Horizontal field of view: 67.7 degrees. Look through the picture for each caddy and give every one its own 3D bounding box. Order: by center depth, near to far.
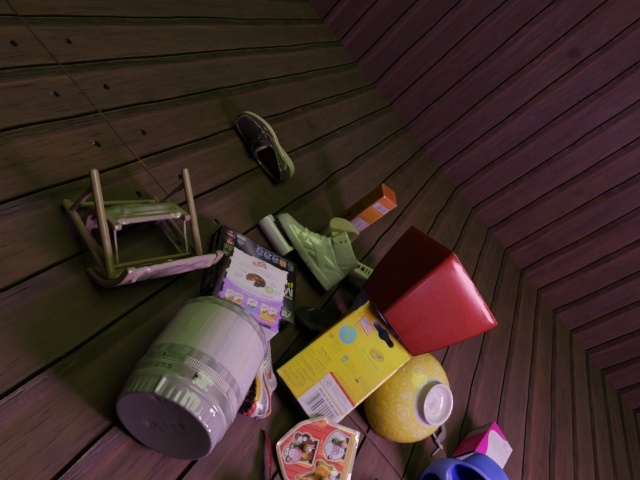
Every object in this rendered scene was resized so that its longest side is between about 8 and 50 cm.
[{"bbox_3d":[0.415,0.755,1.295,0.179,0.241,0.341,1,58,-54],"label":"caddy"}]

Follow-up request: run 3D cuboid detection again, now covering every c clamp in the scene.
[{"bbox_3d":[0.366,0.603,1.566,0.137,0.022,0.160,-2,62,-50],"label":"c clamp"}]

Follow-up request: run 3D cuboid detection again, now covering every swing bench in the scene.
[{"bbox_3d":[-0.406,-0.021,1.106,0.253,0.165,0.254,-10,73,-53],"label":"swing bench"}]

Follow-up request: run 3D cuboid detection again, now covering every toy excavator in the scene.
[{"bbox_3d":[0.186,0.154,1.622,0.445,0.222,0.433,30,38,-15],"label":"toy excavator"}]

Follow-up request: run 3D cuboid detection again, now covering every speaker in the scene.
[{"bbox_3d":[-0.140,-0.013,1.500,0.136,0.055,0.055,56,34,7],"label":"speaker"}]

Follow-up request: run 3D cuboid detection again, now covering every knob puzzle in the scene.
[{"bbox_3d":[-0.012,0.511,1.124,0.213,0.030,0.213,5,69,-14],"label":"knob puzzle"}]

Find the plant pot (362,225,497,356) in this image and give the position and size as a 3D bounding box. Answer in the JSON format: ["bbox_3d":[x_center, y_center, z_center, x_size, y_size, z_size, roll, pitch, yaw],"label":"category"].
[{"bbox_3d":[0.277,0.159,1.336,0.267,0.236,0.267,53,0,-21],"label":"plant pot"}]

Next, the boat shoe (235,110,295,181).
[{"bbox_3d":[-0.201,-0.327,1.674,0.285,0.103,0.092,54,29,-7],"label":"boat shoe"}]

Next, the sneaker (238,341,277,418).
[{"bbox_3d":[-0.155,0.327,1.167,0.093,0.088,0.225,47,33,-39],"label":"sneaker"}]

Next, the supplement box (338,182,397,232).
[{"bbox_3d":[0.174,-0.110,1.797,0.080,0.233,0.078,34,38,-31],"label":"supplement box"}]

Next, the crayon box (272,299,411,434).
[{"bbox_3d":[0.059,0.330,1.262,0.318,0.081,0.202,-33,86,-21],"label":"crayon box"}]

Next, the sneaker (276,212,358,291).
[{"bbox_3d":[0.000,0.000,1.533,0.292,0.169,0.108,54,-2,-8],"label":"sneaker"}]

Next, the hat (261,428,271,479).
[{"bbox_3d":[-0.087,0.579,1.054,0.173,0.183,0.208,29,83,-15],"label":"hat"}]

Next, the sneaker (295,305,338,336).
[{"bbox_3d":[0.017,0.282,1.403,0.228,0.130,0.087,23,33,6],"label":"sneaker"}]

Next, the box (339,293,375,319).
[{"bbox_3d":[0.113,0.237,1.458,0.042,0.178,0.109,28,39,-12],"label":"box"}]

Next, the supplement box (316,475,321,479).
[{"bbox_3d":[0.020,0.571,1.175,0.062,0.036,0.098,49,35,-3],"label":"supplement box"}]

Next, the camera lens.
[{"bbox_3d":[-0.248,0.266,0.974,0.219,0.219,0.274,44,35,-13],"label":"camera lens"}]

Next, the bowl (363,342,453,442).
[{"bbox_3d":[0.282,0.451,1.371,0.289,0.156,0.289,0,89,-33],"label":"bowl"}]

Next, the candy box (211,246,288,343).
[{"bbox_3d":[-0.177,0.134,1.182,0.165,0.070,0.196,27,40,-17],"label":"candy box"}]

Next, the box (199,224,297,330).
[{"bbox_3d":[-0.189,0.105,1.331,0.270,0.060,0.216,31,39,-29],"label":"box"}]

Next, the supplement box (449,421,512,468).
[{"bbox_3d":[0.535,0.712,1.585,0.220,0.114,0.111,-13,69,-52],"label":"supplement box"}]
